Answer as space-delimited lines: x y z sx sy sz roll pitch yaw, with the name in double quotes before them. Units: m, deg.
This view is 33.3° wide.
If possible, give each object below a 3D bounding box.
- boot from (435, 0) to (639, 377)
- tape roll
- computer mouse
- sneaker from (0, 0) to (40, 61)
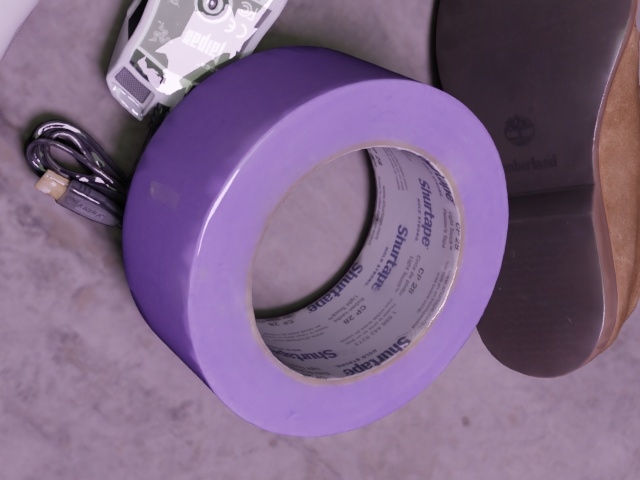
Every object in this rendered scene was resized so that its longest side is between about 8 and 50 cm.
"boot" 0.142 -0.082 0.623 0.115 0.112 0.305 -8 99 -53
"tape roll" 0.000 0.000 0.552 0.189 0.080 0.189 -14 117 -29
"computer mouse" -0.070 -0.093 0.554 0.106 0.042 0.193 26 97 -19
"sneaker" -0.231 0.054 0.489 0.447 0.169 0.257 -51 131 -9
